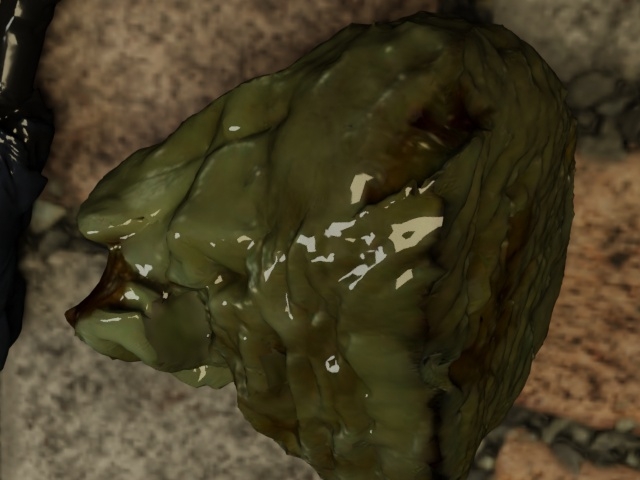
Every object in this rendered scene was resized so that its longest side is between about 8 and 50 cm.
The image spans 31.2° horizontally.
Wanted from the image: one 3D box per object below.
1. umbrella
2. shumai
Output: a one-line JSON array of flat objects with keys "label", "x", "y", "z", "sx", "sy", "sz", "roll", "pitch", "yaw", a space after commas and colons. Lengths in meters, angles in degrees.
[{"label": "umbrella", "x": -0.173, "y": -0.034, "z": 0.610, "sx": 0.071, "sy": 0.071, "sz": 0.248, "roll": 17, "pitch": 107, "yaw": -2}, {"label": "shumai", "x": 0.002, "y": 0.001, "z": 0.564, "sx": 0.218, "sy": 0.189, "sz": 0.255, "roll": 10, "pitch": 128, "yaw": 20}]
